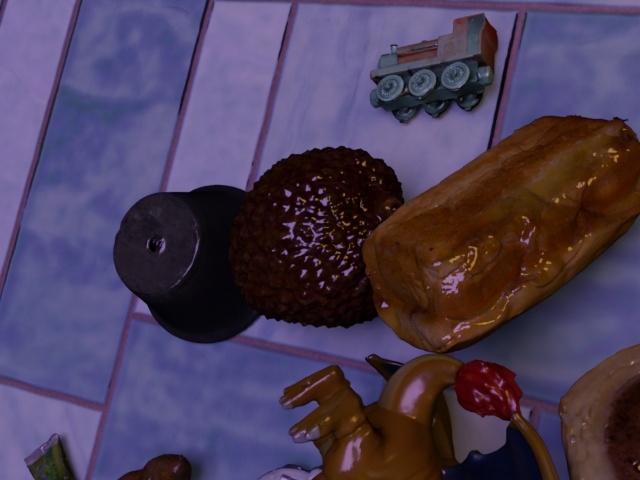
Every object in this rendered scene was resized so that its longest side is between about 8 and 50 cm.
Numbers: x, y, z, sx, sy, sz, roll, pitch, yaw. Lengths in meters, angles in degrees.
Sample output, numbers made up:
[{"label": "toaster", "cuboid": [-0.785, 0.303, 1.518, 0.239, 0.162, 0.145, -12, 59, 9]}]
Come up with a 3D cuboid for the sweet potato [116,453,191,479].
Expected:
[{"label": "sweet potato", "cuboid": [-0.238, 0.341, 1.429, 0.226, 0.068, 0.068, -31, 64, 36]}]

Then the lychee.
[{"label": "lychee", "cuboid": [0.000, 0.000, 1.302, 0.271, 0.236, 0.235, -16, 70, 38]}]

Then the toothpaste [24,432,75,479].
[{"label": "toothpaste", "cuboid": [-0.361, 0.400, 1.481, 0.078, 0.047, 0.248, -40, 61, 18]}]

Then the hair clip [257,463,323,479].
[{"label": "hair clip", "cuboid": [-0.051, 0.361, 1.333, 0.116, 0.049, 0.172, 16, 82, 24]}]

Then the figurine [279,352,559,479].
[{"label": "figurine", "cuboid": [0.125, 0.306, 1.092, 0.268, 0.401, 0.387, -32, 99, -21]}]

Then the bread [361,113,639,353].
[{"label": "bread", "cuboid": [0.218, -0.008, 1.179, 0.344, 0.148, 0.195, -33, 27, -22]}]

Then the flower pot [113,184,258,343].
[{"label": "flower pot", "cuboid": [-0.189, 0.020, 1.432, 0.235, 0.148, 0.235, -6, 76, 26]}]

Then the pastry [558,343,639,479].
[{"label": "pastry", "cuboid": [0.377, 0.234, 1.072, 0.256, 0.170, 0.237, -39, 41, -20]}]

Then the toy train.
[{"label": "toy train", "cuboid": [0.148, -0.227, 1.374, 0.176, 0.074, 0.118, -7, 65, 30]}]
